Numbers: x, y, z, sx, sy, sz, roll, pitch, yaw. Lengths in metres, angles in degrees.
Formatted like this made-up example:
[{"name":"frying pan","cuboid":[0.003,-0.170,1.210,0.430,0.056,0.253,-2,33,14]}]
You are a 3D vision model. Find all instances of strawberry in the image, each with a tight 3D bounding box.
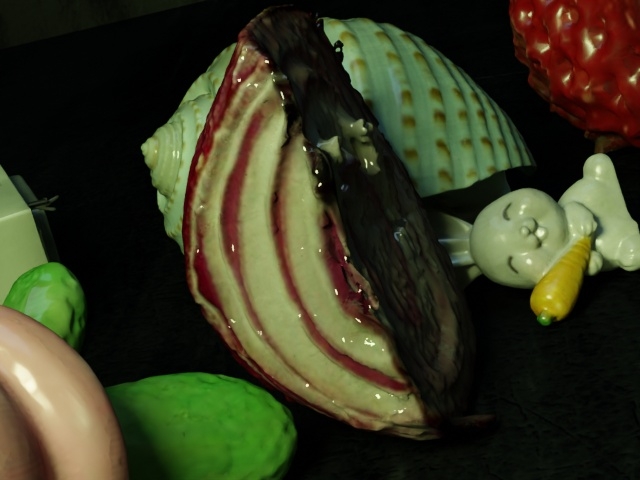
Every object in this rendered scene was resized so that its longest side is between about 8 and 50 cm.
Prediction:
[{"name":"strawberry","cuboid":[0.316,-0.261,1.577,0.295,0.345,0.317,-16,18,0]}]

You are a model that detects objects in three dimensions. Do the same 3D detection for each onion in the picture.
[{"name":"onion","cuboid":[0.000,0.000,1.187,0.146,0.314,0.280,-27,5,14]}]

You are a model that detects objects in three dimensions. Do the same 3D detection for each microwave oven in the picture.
[{"name":"microwave oven","cuboid":[-0.326,0.030,1.531,0.194,0.145,0.240,-16,18,-14]}]

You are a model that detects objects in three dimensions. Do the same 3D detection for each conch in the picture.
[{"name":"conch","cuboid":[0.013,-0.089,1.459,0.319,0.215,0.303,-17,0,-18]}]

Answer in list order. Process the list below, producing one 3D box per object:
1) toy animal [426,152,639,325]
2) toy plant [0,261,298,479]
[{"name":"toy animal","cuboid":[0.156,0.015,1.335,0.181,0.131,0.127,-12,-15,-15]},{"name":"toy plant","cuboid":[-0.223,0.138,1.054,0.317,0.211,0.356,-8,7,25]}]
